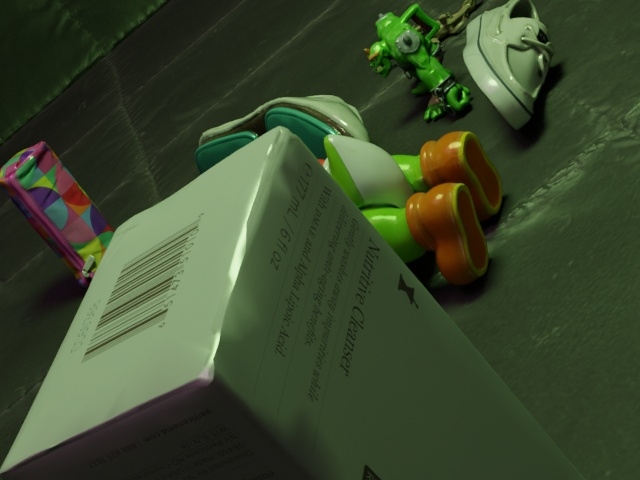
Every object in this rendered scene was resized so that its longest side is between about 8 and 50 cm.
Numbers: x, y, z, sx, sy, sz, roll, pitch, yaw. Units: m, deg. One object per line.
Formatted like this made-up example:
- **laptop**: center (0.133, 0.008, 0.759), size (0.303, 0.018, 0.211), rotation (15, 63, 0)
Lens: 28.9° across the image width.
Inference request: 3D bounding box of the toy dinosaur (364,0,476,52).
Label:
- **toy dinosaur**: center (0.150, -0.286, 1.741), size (0.183, 0.053, 0.092), rotation (-28, 11, 12)

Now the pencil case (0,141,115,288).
- **pencil case**: center (-0.388, -0.035, 1.884), size (0.104, 0.236, 0.104), rotation (-33, 16, 11)

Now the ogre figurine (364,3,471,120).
- **ogre figurine**: center (0.123, -0.231, 1.581), size (0.097, 0.118, 0.197), rotation (-31, 25, 22)

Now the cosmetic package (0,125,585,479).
- **cosmetic package**: center (0.023, 0.155, 0.741), size (0.156, 0.385, 0.217), rotation (-28, 29, 30)

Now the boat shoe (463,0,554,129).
- **boat shoe**: center (0.228, -0.215, 1.438), size (0.088, 0.096, 0.267), rotation (-37, 15, 21)

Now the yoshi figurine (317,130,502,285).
- **yoshi figurine**: center (0.013, 0.017, 1.325), size (0.362, 0.203, 0.203), rotation (-11, 76, 26)

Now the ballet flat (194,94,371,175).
- **ballet flat**: center (-0.028, -0.137, 1.659), size (0.139, 0.139, 0.400), rotation (-52, 25, -23)
